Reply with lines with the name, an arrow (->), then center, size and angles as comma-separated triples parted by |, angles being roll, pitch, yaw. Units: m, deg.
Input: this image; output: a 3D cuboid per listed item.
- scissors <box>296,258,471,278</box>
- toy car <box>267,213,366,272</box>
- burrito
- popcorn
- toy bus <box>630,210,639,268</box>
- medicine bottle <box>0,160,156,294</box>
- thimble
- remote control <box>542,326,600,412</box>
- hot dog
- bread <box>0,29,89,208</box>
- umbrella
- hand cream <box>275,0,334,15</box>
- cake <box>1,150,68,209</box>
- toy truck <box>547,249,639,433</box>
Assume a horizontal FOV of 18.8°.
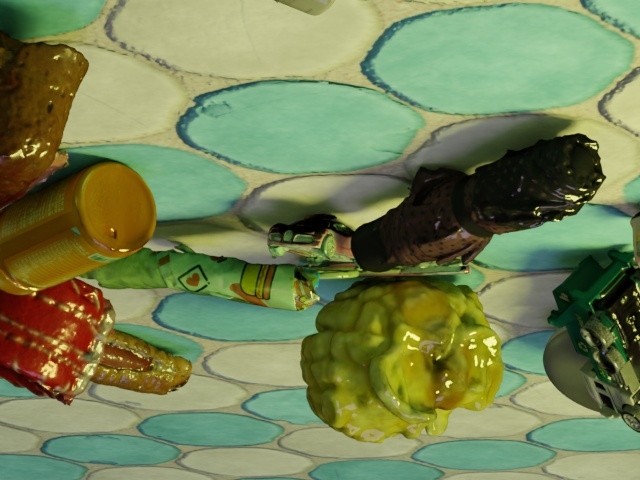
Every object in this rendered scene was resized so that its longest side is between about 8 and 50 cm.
scissors -> 0.067, 0.031, 2.091 | 0.187, 0.020, 0.133 | -2, -176, -5
toy car -> 0.000, 0.000, 1.993 | 0.069, 0.055, 0.142 | 3, 174, 28
burrito -> -0.124, 0.033, 2.043 | 0.288, 0.054, 0.104 | 6, -176, 20
popcorn -> 0.094, 0.129, 2.120 | 0.235, 0.181, 0.217 | -11, -175, -22
toy bus -> 0.396, -0.007, 1.917 | 0.172, 0.072, 0.057 | -8, 155, 23
medicine bottle -> -0.252, -0.010, 1.916 | 0.096, 0.096, 0.192 | 16, 156, -36
thimble -> -0.329, 0.088, 2.099 | 0.190, 0.125, 0.163 | 14, 164, 39
remote control -> 0.428, 0.140, 2.284 | 0.332, 0.103, 0.221 | -5, 146, 21
hot dog -> -0.283, 0.145, 2.420 | 0.289, 0.068, 0.083 | 18, 162, -42
bread -> -0.328, -0.105, 1.583 | 0.232, 0.135, 0.247 | 18, 155, -31
umbrella -> 0.144, -0.028, 1.848 | 0.094, 0.090, 0.326 | 10, 160, -33
hand cream -> -0.059, -0.211, 1.396 | 0.186, 0.054, 0.087 | 17, 161, -24
cake -> -0.360, -0.066, 1.850 | 0.225, 0.090, 0.109 | -29, 147, 22
toy truck -> 0.324, 0.105, 2.132 | 0.116, 0.110, 0.216 | 24, 150, 46
